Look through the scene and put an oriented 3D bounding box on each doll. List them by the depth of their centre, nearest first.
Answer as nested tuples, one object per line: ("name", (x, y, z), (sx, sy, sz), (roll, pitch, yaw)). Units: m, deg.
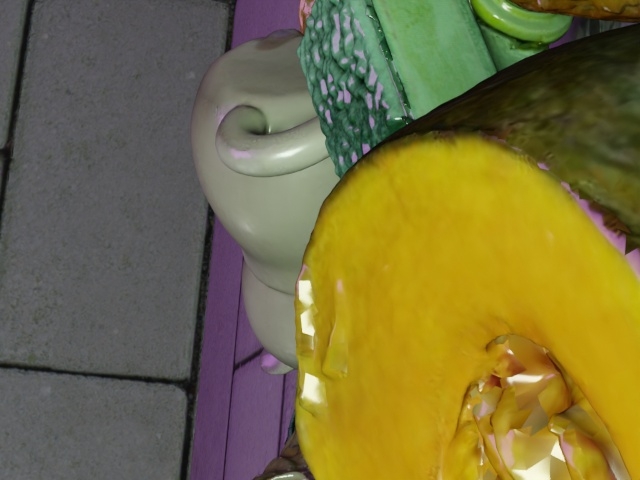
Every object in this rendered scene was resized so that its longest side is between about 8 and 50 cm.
("doll", (0.005, -0.030, 1.035), (0.370, 0.215, 0.226), (71, -147, -47))

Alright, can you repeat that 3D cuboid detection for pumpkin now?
("pumpkin", (0.139, 0.040, 0.453), (0.256, 0.225, 0.303), (68, 149, 26))

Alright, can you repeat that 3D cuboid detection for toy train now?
("toy train", (0.098, -0.093, 0.788), (0.159, 0.188, 0.272), (118, 139, -56))

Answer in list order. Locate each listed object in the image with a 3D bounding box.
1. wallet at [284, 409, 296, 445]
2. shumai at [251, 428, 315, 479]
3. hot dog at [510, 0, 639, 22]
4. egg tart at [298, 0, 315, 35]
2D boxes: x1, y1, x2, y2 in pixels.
("wallet", (-0.043, 0.412, 1.438), (0.237, 0.075, 0.342), (-93, 13, -60))
("shumai", (-0.013, 0.265, 1.074), (0.218, 0.185, 0.184), (110, 148, -43))
("hot dog", (0.173, -0.267, 0.665), (0.114, 0.175, 0.259), (-2, -80, -85))
("egg tart", (0.072, -0.273, 1.153), (0.352, 0.150, 0.352), (-178, 90, -79))
